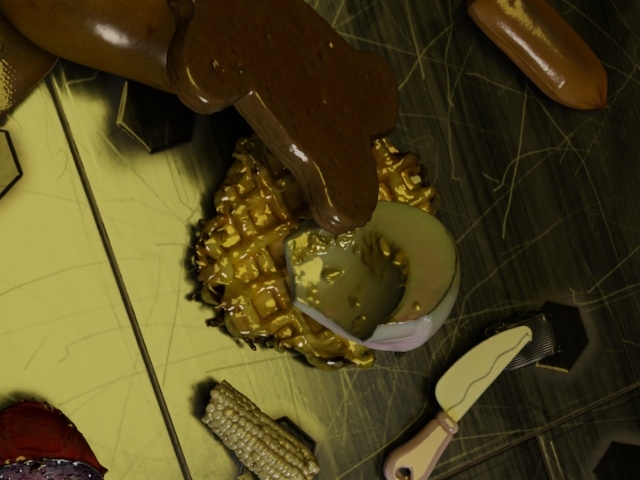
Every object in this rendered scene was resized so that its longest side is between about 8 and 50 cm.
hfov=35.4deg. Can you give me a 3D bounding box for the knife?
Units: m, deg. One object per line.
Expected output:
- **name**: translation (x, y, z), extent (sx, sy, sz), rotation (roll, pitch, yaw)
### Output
- **knife**: translation (0.215, 0.256, 1.606), extent (0.081, 0.043, 0.336), rotation (39, 80, 1)

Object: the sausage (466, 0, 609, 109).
- **sausage**: translation (0.384, -0.321, 1.693), extent (0.328, 0.112, 0.112), rotation (40, 74, -16)

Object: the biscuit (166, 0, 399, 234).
- **biscuit**: translation (-0.046, -0.236, 1.387), extent (0.394, 0.076, 0.368), rotation (41, 46, -29)

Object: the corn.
- **corn**: translation (-0.096, 0.297, 1.490), extent (0.211, 0.087, 0.087), rotation (43, 74, -7)

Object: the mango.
- **mango**: translation (-0.279, -0.352, 1.388), extent (0.378, 0.221, 0.264), rotation (33, 66, -26)

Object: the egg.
- **egg**: translation (0.091, 0.068, 1.417), extent (0.206, 0.271, 0.162), rotation (-37, 138, -27)

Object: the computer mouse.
- **computer mouse**: translation (-0.473, -0.228, 1.390), extent (0.126, 0.056, 0.245), rotation (46, 74, -12)

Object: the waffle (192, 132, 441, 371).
- **waffle**: translation (0.000, 0.000, 1.535), extent (0.379, 0.095, 0.382), rotation (21, 83, -18)

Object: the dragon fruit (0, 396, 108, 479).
- **dragon fruit**: translation (-0.409, 0.281, 1.333), extent (0.218, 0.223, 0.148), rotation (28, 35, -50)

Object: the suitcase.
- **suitcase**: translation (0.333, 0.166, 1.667), extent (0.126, 0.059, 0.086), rotation (-17, 92, -18)
